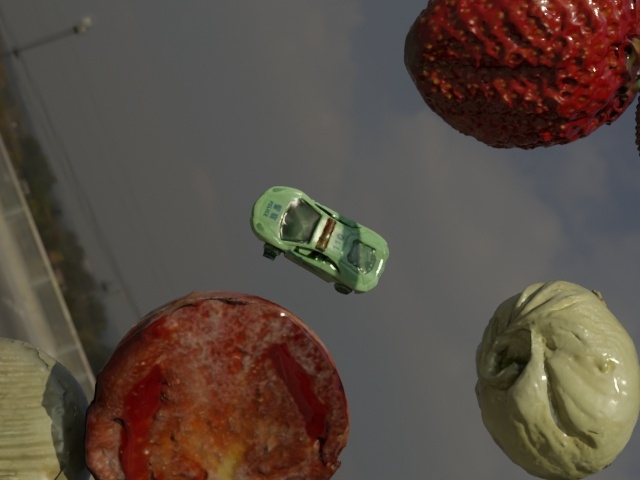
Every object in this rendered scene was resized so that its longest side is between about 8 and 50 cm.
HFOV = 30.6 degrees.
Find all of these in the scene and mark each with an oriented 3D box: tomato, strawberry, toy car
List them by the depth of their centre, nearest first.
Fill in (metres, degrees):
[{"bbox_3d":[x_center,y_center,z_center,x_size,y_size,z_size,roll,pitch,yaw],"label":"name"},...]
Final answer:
[{"bbox_3d":[-0.119,0.174,1.296,0.170,0.308,0.309,-102,175,-73],"label":"tomato"},{"bbox_3d":[0.241,-0.240,1.352,0.238,0.288,0.250,96,-10,-67],"label":"strawberry"},{"bbox_3d":[0.000,0.000,1.439,0.186,0.093,0.058,29,-17,-17],"label":"toy car"}]

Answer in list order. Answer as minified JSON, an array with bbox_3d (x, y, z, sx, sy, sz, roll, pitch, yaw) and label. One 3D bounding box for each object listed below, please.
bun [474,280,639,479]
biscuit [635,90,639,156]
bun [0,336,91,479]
[{"bbox_3d":[0.281,0.177,1.490,0.259,0.159,0.259,-168,-90,-70],"label":"bun"},{"bbox_3d":[0.349,-0.114,1.087,0.126,0.025,0.206,-8,-103,44],"label":"biscuit"},{"bbox_3d":[-0.366,0.237,1.349,0.239,0.239,0.141,63,6,23],"label":"bun"}]
